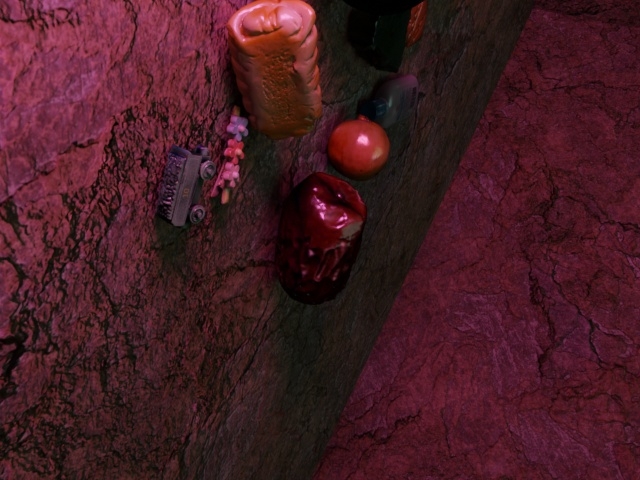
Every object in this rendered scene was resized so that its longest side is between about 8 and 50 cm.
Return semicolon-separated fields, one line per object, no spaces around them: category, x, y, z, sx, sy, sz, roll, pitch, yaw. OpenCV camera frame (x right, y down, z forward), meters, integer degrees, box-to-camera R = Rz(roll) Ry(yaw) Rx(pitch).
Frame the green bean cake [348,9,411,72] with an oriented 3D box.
green bean cake;0.156;-0.554;1.522;0.208;0.107;0.193;-39;147;-47

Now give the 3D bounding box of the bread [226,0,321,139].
bread;-0.088;-0.340;1.114;0.311;0.172;0.121;86;-5;-56

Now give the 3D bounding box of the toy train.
toy train;-0.264;-0.103;1.056;0.099;0.070;0.172;-3;115;-57

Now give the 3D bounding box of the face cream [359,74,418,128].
face cream;0.229;-0.452;1.805;0.336;0.080;0.163;-35;142;-52

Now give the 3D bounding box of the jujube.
jujube;0.000;0.000;1.498;0.258;0.258;0.377;-41;147;-47

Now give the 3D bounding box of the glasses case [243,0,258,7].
glasses case;-0.071;-0.562;1.028;0.128;0.083;0.308;-15;140;-40

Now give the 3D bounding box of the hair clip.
hair clip;-0.188;-0.180;1.163;0.062;0.056;0.214;-9;119;-64

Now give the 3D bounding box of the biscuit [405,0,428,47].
biscuit;0.295;-0.733;1.744;0.284;0.043;0.306;-67;157;-2

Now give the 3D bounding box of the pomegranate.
pomegranate;0.115;-0.266;1.591;0.191;0.191;0.191;-48;150;-39

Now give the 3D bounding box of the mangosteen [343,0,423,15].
mangosteen;0.140;-0.657;1.182;0.297;0.297;0.313;-40;119;-48
